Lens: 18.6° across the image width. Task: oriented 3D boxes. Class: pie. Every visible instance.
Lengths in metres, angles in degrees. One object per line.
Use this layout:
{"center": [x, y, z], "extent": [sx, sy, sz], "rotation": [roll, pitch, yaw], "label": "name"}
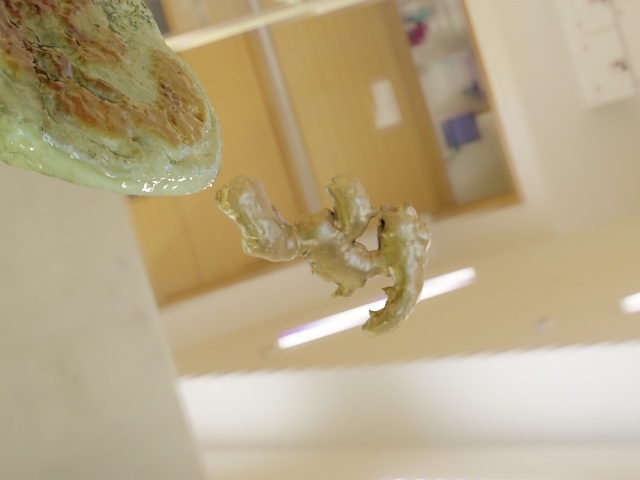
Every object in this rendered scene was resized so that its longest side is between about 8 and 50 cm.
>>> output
{"center": [-0.159, -0.108, 1.251], "extent": [0.054, 0.240, 0.240], "rotation": [-43, 171, 27], "label": "pie"}

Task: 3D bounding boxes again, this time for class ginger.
{"center": [0.011, -0.012, 2.161], "extent": [0.149, 0.259, 0.065], "rotation": [-55, -169, 3], "label": "ginger"}
